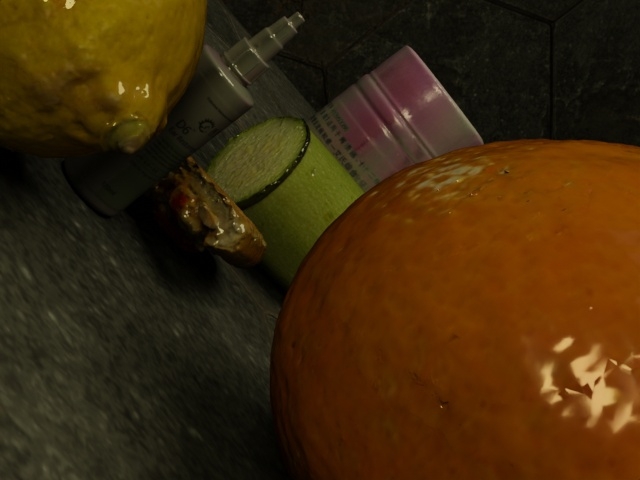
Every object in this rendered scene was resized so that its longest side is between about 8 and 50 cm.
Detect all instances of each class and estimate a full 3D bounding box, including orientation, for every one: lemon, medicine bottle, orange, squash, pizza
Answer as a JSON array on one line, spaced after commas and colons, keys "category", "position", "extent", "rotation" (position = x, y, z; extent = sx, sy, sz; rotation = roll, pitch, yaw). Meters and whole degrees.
[{"category": "lemon", "position": [-0.163, -0.150, 0.660], "extent": [0.256, 0.188, 0.188], "rotation": [60, 12, 30]}, {"category": "medicine bottle", "position": [-0.091, -0.097, 0.777], "extent": [0.057, 0.199, 0.057], "rotation": [51, 9, -11]}, {"category": "orange", "position": [0.169, 0.126, 0.673], "extent": [0.424, 0.326, 0.424], "rotation": [47, -12, 13]}, {"category": "squash", "position": [0.000, 0.000, 1.099], "extent": [0.247, 0.132, 0.132], "rotation": [48, 10, -32]}, {"category": "medicine bottle", "position": [0.045, -0.089, 1.254], "extent": [0.152, 0.254, 0.152], "rotation": [51, 9, -11]}, {"category": "pizza", "position": [-0.125, -0.047, 0.881], "extent": [0.199, 0.062, 0.188], "rotation": [47, -4, 3]}]
